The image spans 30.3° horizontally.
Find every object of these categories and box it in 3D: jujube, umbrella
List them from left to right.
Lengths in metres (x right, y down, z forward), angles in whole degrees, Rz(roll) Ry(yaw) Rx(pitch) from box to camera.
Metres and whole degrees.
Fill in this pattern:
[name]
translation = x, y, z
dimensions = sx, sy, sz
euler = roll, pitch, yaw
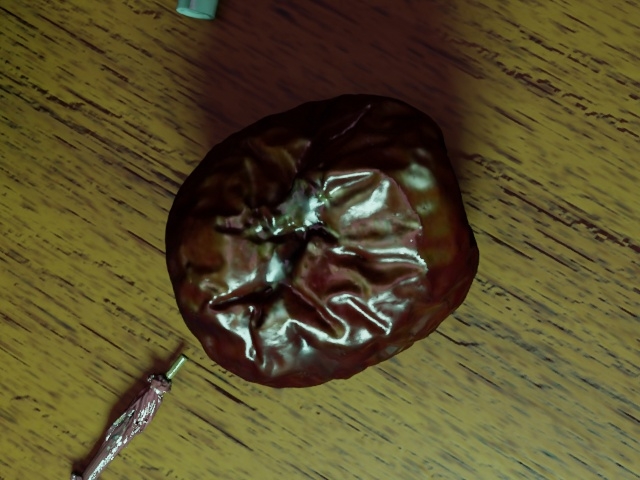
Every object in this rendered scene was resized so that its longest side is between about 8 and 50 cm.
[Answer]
[umbrella]
translation = -0.169, 0.163, 1.033
dimensions = 0.027, 0.025, 0.165
euler = 35, 99, -13
[jujube]
translation = 0.000, 0.000, 0.916
dimensions = 0.232, 0.213, 0.213
euler = -20, 87, 6

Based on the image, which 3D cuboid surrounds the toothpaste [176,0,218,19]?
[toothpaste]
translation = -0.087, -0.293, 1.008
dimensions = 0.056, 0.036, 0.205
euler = 10, 89, 13
